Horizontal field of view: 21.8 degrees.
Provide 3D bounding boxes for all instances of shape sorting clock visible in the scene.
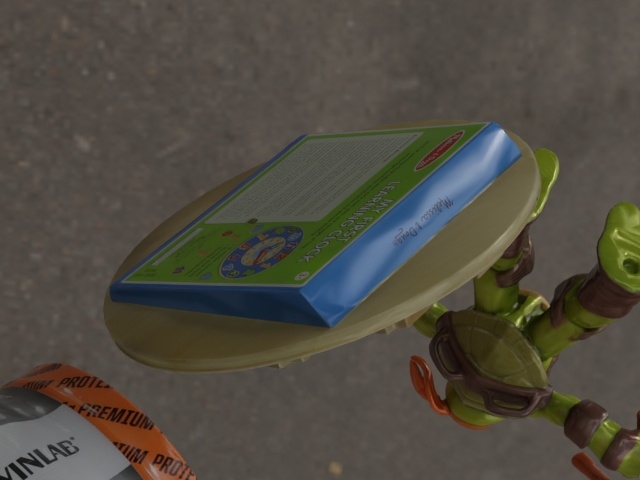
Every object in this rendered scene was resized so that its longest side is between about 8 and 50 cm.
[{"bbox_3d":[0.000,0.000,0.751,0.206,0.206,0.040,-45,119,-43],"label":"shape sorting clock"}]

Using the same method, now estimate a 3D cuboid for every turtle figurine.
[{"bbox_3d":[0.097,0.044,0.937,0.087,0.269,0.217,-36,158,-32],"label":"turtle figurine"}]

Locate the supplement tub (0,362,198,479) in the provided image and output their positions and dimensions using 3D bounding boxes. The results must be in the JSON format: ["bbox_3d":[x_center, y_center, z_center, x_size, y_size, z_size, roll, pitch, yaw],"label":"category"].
[{"bbox_3d":[-0.202,0.203,0.755,0.316,0.194,0.193,-39,127,-34],"label":"supplement tub"}]
